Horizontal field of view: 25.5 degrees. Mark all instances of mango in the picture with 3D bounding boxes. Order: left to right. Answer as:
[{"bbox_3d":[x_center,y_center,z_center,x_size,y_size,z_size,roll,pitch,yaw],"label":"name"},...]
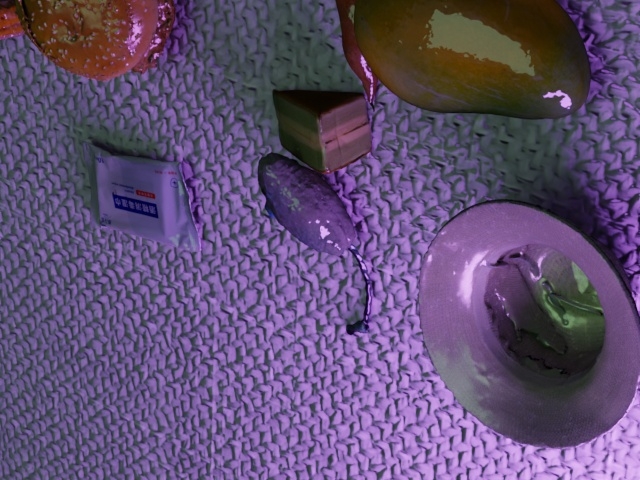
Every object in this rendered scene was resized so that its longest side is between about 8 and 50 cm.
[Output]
[{"bbox_3d":[0.144,-0.193,1.372,0.251,0.114,0.156,21,114,34],"label":"mango"}]

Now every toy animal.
[{"bbox_3d":[0.009,0.000,1.607,0.253,0.070,0.079,57,163,-23],"label":"toy animal"}]

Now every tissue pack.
[{"bbox_3d":[-0.233,-0.057,1.821,0.193,0.026,0.122,13,117,37],"label":"tissue pack"}]

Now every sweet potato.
[{"bbox_3d":[0.043,-0.227,1.493,0.056,0.056,0.195,16,124,36],"label":"sweet potato"}]

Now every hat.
[{"bbox_3d":[0.232,0.066,1.399,0.257,0.130,0.257,17,118,35],"label":"hat"}]

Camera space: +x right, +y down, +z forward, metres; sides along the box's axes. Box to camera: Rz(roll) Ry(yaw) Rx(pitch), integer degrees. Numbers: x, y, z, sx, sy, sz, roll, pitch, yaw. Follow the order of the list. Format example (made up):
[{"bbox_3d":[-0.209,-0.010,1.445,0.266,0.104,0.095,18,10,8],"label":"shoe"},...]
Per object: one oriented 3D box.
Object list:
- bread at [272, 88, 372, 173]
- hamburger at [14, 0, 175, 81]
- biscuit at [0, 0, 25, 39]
[{"bbox_3d":[-0.023,-0.123,1.570,0.139,0.084,0.074,9,116,39],"label":"bread"},{"bbox_3d":[-0.261,-0.272,1.667,0.191,0.118,0.182,47,127,-10],"label":"hamburger"},{"bbox_3d":[-0.548,-0.312,1.937,0.379,0.094,0.054,11,116,37],"label":"biscuit"}]
